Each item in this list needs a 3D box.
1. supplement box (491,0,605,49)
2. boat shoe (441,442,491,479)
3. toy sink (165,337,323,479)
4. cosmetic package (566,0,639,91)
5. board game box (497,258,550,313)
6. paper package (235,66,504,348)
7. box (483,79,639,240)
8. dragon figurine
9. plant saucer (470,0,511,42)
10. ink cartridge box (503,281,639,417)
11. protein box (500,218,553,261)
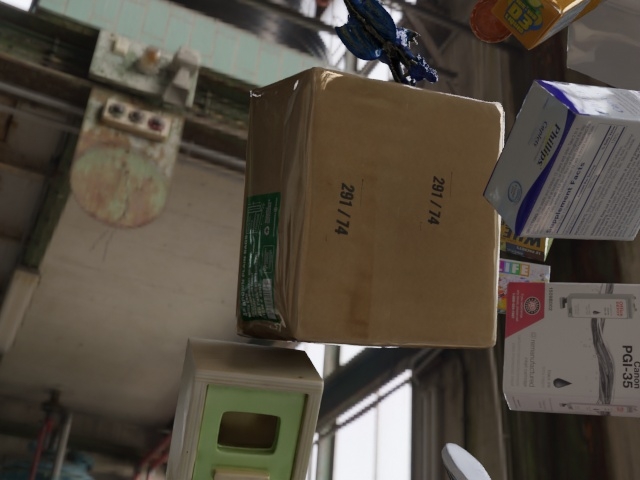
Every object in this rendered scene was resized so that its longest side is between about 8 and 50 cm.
[{"bbox_3d":[0.322,-0.330,1.150,0.078,0.233,0.080,50,-39,8],"label":"supplement box"},{"bbox_3d":[0.271,0.458,1.557,0.080,0.228,0.076,14,-62,-45],"label":"boat shoe"},{"bbox_3d":[-0.098,0.252,1.072,0.153,0.234,0.131,9,10,-14],"label":"toy sink"},{"bbox_3d":[0.602,-0.315,1.405,0.217,0.385,0.156,-30,-46,-23],"label":"cosmetic package"},{"bbox_3d":[0.356,0.089,1.707,0.154,0.103,0.026,8,-23,3],"label":"board game box"},{"bbox_3d":[0.064,-0.029,1.126,0.310,0.324,0.168,6,-6,-28],"label":"paper package"},{"bbox_3d":[0.237,-0.070,0.800,0.137,0.072,0.126,2,-55,-25],"label":"box"},{"bbox_3d":[0.081,-0.338,1.427,0.289,0.144,0.085,45,-70,-5],"label":"dragon figurine"},{"bbox_3d":[0.310,-0.396,1.598,0.084,0.083,0.013,-3,10,11],"label":"plant saucer"},{"bbox_3d":[0.460,0.182,1.512,0.283,0.207,0.117,0,-25,18],"label":"ink cartridge box"},{"bbox_3d":[0.464,-0.100,1.977,0.136,0.199,0.201,17,-28,22],"label":"protein box"}]
